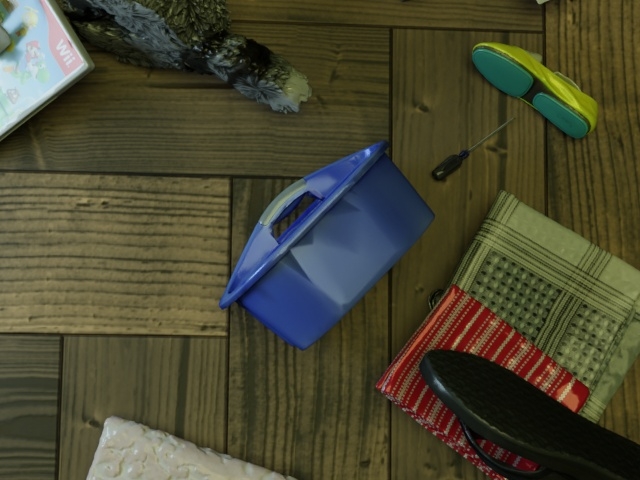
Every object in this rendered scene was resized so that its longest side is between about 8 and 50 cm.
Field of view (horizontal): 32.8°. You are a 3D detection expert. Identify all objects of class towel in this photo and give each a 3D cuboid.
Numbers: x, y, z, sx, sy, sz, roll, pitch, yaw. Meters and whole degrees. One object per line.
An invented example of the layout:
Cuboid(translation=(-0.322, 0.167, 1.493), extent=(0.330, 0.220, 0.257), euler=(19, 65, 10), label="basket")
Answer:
Cuboid(translation=(-0.208, 0.455, 1.580), extent=(0.332, 0.053, 0.316), euler=(19, 85, 2), label="towel")
Cuboid(translation=(0.245, 0.221, 1.606), extent=(0.275, 0.031, 0.199), euler=(38, 86, -8), label="towel")
Cuboid(translation=(0.336, 0.134, 1.655), extent=(0.324, 0.056, 0.312), euler=(32, 82, -10), label="towel")

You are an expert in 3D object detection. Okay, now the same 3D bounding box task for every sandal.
Cuboid(translation=(0.319, 0.301, 1.531), extent=(0.446, 0.167, 0.107), euler=(30, 113, -9), label="sandal")

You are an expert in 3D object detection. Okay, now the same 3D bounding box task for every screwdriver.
Cuboid(translation=(0.245, -0.148, 1.724), extent=(0.170, 0.025, 0.024), euler=(-36, 87, -16), label="screwdriver")

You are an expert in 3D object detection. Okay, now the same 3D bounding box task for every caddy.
Cuboid(translation=(0.000, 0.000, 1.574), extent=(0.179, 0.241, 0.341), euler=(45, 82, -3), label="caddy")

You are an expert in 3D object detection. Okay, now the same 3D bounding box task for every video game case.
Cuboid(translation=(-0.494, -0.261, 1.611), extent=(0.285, 0.025, 0.204), euler=(-33, 86, 18), label="video game case")

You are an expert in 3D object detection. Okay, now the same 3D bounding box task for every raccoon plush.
Cuboid(translation=(-0.193, -0.408, 1.669), extent=(0.446, 0.216, 0.299), euler=(29, 68, -26), label="raccoon plush")

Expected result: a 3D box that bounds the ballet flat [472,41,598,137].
Cuboid(translation=(0.345, -0.252, 1.720), extent=(0.231, 0.077, 0.077), euler=(36, 61, -3), label="ballet flat")

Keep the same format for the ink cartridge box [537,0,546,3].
Cuboid(translation=(0.380, -0.461, 1.738), extent=(0.179, 0.045, 0.145), euler=(-26, 86, -17), label="ink cartridge box")

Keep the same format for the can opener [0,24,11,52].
Cuboid(translation=(-0.567, -0.242, 1.595), extent=(0.280, 0.074, 0.093), euler=(-39, 50, 16), label="can opener")

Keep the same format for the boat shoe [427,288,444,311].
Cuboid(translation=(0.204, 0.133, 1.674), extent=(0.046, 0.038, 0.125), euler=(-20, 85, -6), label="boat shoe")
